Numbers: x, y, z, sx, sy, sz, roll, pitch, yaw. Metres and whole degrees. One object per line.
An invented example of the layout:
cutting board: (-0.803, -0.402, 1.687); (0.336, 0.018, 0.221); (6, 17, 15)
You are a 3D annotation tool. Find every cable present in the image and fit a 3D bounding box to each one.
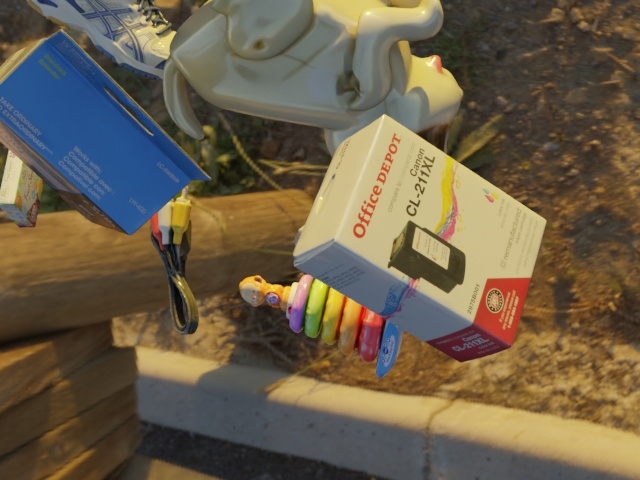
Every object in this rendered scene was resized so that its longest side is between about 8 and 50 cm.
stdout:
cable: (-0.293, 0.041, 1.790); (0.139, 0.072, 0.287); (-14, 71, 42)

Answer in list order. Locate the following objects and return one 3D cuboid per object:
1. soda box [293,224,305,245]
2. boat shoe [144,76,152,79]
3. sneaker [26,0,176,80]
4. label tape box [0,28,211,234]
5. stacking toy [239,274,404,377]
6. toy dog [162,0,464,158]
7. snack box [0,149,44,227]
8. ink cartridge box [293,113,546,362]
soda box: (0.000, 0.000, 1.743); (0.069, 0.216, 0.074); (-37, 88, -7)
boat shoe: (-0.451, -0.515, 2.133); (0.324, 0.122, 0.120); (42, 121, -9)
sneaker: (-0.301, -0.353, 1.413); (0.296, 0.112, 0.131); (29, 118, -7)
label tape box: (-0.305, -0.125, 1.165); (0.240, 0.106, 0.334); (45, 166, -22)
stacking toy: (0.001, 0.114, 1.646); (0.302, 0.165, 0.175); (13, 125, 4)
toy dog: (0.018, -0.229, 1.308); (0.408, 0.284, 0.395); (35, 102, -20)
snack box: (-0.570, -0.109, 1.788); (0.037, 0.100, 0.141); (-2, 65, 9)
ink cartridge box: (0.083, 0.001, 0.759); (0.072, 0.175, 0.127); (-29, 35, 58)
